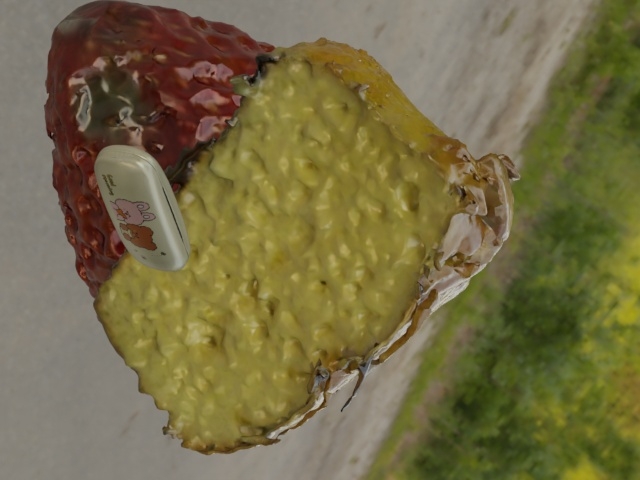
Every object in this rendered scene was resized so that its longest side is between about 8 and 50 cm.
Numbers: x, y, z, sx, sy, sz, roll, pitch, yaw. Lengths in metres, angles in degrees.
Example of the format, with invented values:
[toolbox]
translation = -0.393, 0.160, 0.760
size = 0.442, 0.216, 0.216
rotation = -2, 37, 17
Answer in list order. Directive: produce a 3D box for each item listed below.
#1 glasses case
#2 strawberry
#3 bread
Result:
[glasses case]
translation = -0.086, -0.014, 0.576
size = 0.083, 0.032, 0.021
rotation = 76, 29, -49
[strawberry]
translation = -0.072, -0.040, 0.960
size = 0.292, 0.292, 0.310
rotation = -40, 149, -33
[bread]
translation = -0.001, 0.005, 0.681
size = 0.147, 0.160, 0.260
rotation = -29, 161, -51
